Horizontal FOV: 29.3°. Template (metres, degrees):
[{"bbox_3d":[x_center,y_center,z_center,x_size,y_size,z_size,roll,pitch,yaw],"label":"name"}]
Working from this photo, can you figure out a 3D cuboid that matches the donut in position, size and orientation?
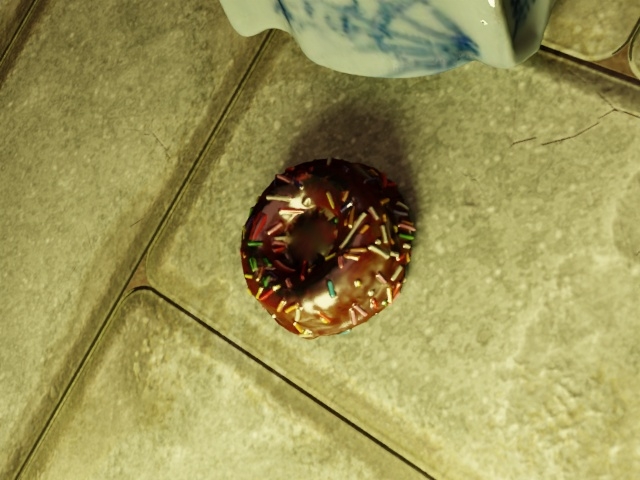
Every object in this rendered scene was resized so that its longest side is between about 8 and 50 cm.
[{"bbox_3d":[0.000,0.000,1.493,0.235,0.089,0.235,-14,63,30],"label":"donut"}]

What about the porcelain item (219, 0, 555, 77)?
[{"bbox_3d":[0.068,-0.321,1.481,0.405,0.243,0.178,13,56,31],"label":"porcelain item"}]
